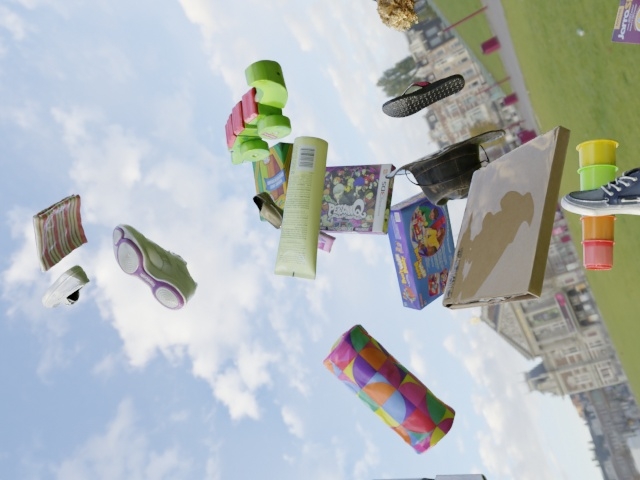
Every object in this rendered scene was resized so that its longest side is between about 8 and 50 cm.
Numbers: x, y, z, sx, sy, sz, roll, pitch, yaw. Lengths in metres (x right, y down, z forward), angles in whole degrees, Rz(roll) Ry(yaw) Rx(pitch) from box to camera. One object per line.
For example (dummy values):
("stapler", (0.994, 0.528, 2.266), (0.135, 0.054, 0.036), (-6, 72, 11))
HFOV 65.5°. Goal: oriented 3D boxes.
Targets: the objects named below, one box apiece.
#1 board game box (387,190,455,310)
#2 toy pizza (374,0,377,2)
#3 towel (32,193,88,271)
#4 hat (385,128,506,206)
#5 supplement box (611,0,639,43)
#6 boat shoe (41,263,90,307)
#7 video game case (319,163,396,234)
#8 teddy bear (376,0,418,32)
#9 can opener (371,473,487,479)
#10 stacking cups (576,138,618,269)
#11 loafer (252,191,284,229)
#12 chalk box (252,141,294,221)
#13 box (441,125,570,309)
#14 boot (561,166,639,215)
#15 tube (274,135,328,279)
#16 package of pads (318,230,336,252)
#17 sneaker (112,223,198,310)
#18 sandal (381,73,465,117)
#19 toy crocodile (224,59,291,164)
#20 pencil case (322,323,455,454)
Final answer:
("board game box", (0.348, 0.025, 1.670), (0.233, 0.078, 0.348), (-25, -71, -35))
("toy pizza", (0.162, -0.639, 1.158), (0.032, 0.201, 0.201), (128, 121, -83))
("towel", (-0.654, -0.024, 1.257), (0.197, 0.029, 0.144), (-82, -6, -68))
("hat", (0.326, -0.161, 1.241), (0.331, 0.331, 0.134), (-22, -89, -66))
("supplement box", (0.359, -0.239, 0.532), (0.083, 0.043, 0.055), (-89, -1, -67))
("boat shoe", (-0.622, 0.127, 1.225), (0.063, 0.184, 0.066), (50, -153, -2))
("video game case", (0.103, -0.123, 1.494), (0.041, 0.231, 0.211), (25, -109, -56))
("teddy bear", (0.167, -0.408, 0.668), (0.113, 0.338, 0.245), (22, -98, -11))
("can opener", (0.140, 0.375, 0.715), (0.093, 0.280, 0.074), (16, -119, -18))
("stacking cups", (0.693, -0.088, 1.231), (0.096, 0.095, 0.317), (21, -111, -59))
("loafer", (-0.146, -0.080, 1.410), (0.050, 0.056, 0.148), (-10, -132, -43))
("chalk box", (-0.094, -0.156, 1.640), (0.179, 0.180, 0.289), (-3, -99, -41))
("box", (0.219, -0.019, 0.599), (0.021, 0.164, 0.201), (23, -108, -13))
("boot", (0.567, -0.099, 0.951), (0.069, 0.189, 0.086), (-81, -11, -55))
("tube", (-0.031, -0.055, 0.855), (0.070, 0.062, 0.240), (160, 118, -78))
("package of pads", (0.000, 0.000, 1.477), (0.083, 0.050, 0.032), (22, -158, 4))
("sneaker", (-0.491, 0.070, 1.482), (0.305, 0.114, 0.152), (50, -155, -7))
("sandal", (0.216, -0.313, 1.060), (0.067, 0.179, 0.040), (46, -153, -63))
("toy crocodile", (-0.141, -0.247, 1.025), (0.105, 0.340, 0.115), (-3, -101, -26))
("pencil case", (0.115, 0.248, 0.836), (0.236, 0.104, 0.104), (42, -158, 9))
